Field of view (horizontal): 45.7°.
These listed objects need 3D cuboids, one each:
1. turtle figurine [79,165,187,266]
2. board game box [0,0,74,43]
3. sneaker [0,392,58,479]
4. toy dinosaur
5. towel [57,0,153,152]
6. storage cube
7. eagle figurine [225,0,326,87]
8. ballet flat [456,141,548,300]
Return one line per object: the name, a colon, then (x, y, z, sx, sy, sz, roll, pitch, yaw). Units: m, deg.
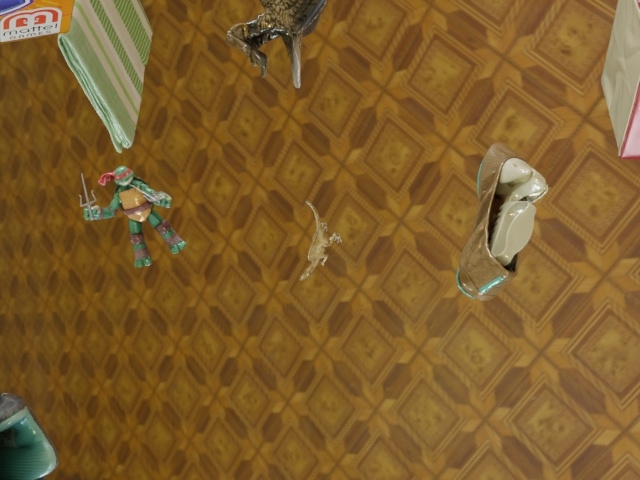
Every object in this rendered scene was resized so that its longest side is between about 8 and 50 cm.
turtle figurine: (-0.373, -0.066, 1.541, 0.175, 0.118, 0.234, -15, 121, 13)
board game box: (-0.379, -0.337, 0.486, 0.356, 0.356, 0.357, -24, 85, 66)
sneaker: (-0.218, 0.135, 0.448, 0.283, 0.122, 0.110, 35, 159, 51)
toy dinosaur: (0.000, 0.000, 1.533, 0.053, 0.092, 0.183, 20, 119, 24)
towel: (-0.349, -0.339, 1.250, 0.038, 0.248, 0.325, -8, 52, 7)
storage cube: (0.484, -0.226, 0.970, 0.193, 0.184, 0.215, 2, 138, 7)
eagle figurine: (-0.050, -0.456, 1.378, 0.298, 0.225, 0.226, -43, 54, 0)
ballet flat: (0.327, -0.053, 1.317, 0.116, 0.342, 0.124, 35, 146, -16)
